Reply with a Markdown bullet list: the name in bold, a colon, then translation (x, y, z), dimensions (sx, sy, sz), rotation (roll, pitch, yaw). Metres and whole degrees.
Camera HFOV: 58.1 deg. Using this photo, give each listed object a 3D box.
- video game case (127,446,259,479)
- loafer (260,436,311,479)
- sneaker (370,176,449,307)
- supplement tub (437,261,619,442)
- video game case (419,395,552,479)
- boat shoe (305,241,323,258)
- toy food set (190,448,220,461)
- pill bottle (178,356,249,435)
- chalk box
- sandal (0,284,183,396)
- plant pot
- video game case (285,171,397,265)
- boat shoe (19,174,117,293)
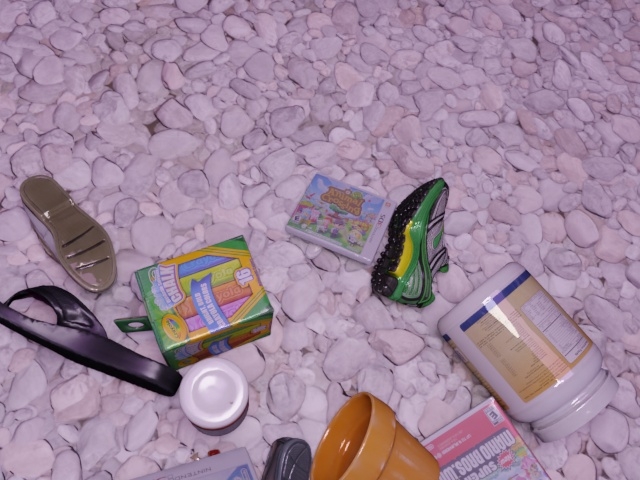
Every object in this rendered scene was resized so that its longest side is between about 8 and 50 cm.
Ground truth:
- **video game case**: translation (-0.219, 0.509, 0.948), dimensions (0.299, 0.036, 0.329), rotation (-9, 31, -22)
- **loafer**: translation (-0.087, 0.510, 1.092), dimensions (0.096, 0.084, 0.268), rotation (30, 65, -30)
- **sneaker**: translation (0.233, 0.002, 1.336), dimensions (0.146, 0.134, 0.344), rotation (31, 64, -16)
- **supplement tub**: translation (0.423, 0.227, 1.191), dimensions (0.228, 0.228, 0.316), rotation (-34, 75, -20)
- **video game case**: translation (0.339, 0.484, 1.131), dimensions (0.204, 0.025, 0.285), rotation (-36, 74, 8)
- **boat shoe**: translation (0.000, 0.000, 1.337), dimensions (0.035, 0.035, 0.100), rotation (38, 66, 9)
- **toy food set**: translation (-0.196, 0.461, 1.121), dimensions (0.078, 0.019, 0.122), rotation (-22, 64, -16)
- **pill bottle**: translation (-0.194, 0.300, 1.078), dimensions (0.121, 0.221, 0.121), rotation (3, 66, -6)
- **chalk box**: translation (-0.260, 0.141, 1.164), dimensions (0.288, 0.180, 0.179), rotation (-20, 70, -14)
- **sandal**: translation (-0.471, 0.176, 1.133), dimensions (0.445, 0.167, 0.107), rotation (24, 63, -4)
- **plant pot**: translation (0.114, 0.424, 1.092), dimensions (0.188, 0.205, 0.205), rotation (34, 66, -9)
- **video game case**: translation (0.052, -0.056, 1.346), dimensions (0.212, 0.023, 0.193), rotation (22, 54, 8)
- **boat shoe**: translation (-0.530, -0.002, 1.229), dimensions (0.113, 0.103, 0.302), rotation (-28, 72, -32)
